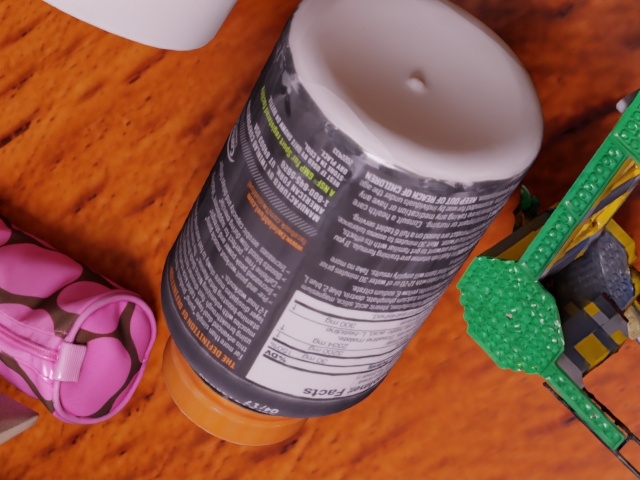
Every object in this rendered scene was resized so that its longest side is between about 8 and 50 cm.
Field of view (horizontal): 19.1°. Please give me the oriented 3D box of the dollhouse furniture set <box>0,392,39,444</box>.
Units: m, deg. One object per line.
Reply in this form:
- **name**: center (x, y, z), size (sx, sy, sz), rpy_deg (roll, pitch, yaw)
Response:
- **dollhouse furniture set**: center (-0.189, 0.211, 1.074), size (0.259, 0.135, 0.262), rpy_deg (23, 118, 28)

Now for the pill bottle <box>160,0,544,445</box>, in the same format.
- **pill bottle**: center (0.000, 0.000, 0.937), size (0.130, 0.130, 0.245), rpy_deg (47, 135, 16)

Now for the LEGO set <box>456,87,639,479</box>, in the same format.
- **LEGO set**: center (0.246, 0.029, 0.849), size (0.331, 0.192, 0.255), rpy_deg (41, 139, 22)

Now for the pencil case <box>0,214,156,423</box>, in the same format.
- **pencil case**: center (-0.198, 0.025, 1.080), size (0.209, 0.098, 0.095), rpy_deg (27, 87, 21)

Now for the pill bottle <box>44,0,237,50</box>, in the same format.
- **pill bottle**: center (-0.033, -0.302, 0.910), size (0.224, 0.224, 0.392), rpy_deg (41, 109, 19)
